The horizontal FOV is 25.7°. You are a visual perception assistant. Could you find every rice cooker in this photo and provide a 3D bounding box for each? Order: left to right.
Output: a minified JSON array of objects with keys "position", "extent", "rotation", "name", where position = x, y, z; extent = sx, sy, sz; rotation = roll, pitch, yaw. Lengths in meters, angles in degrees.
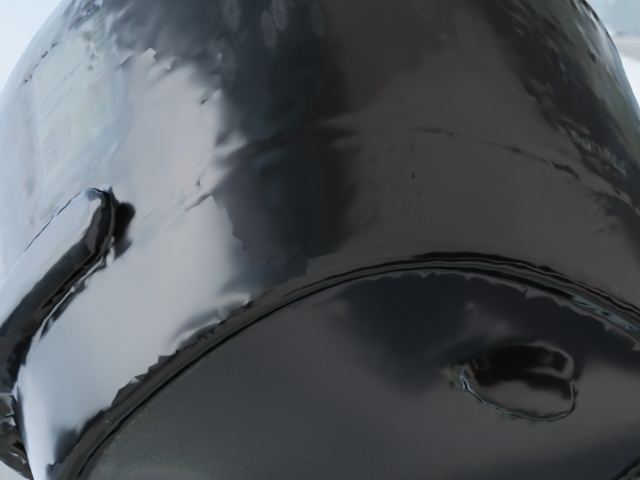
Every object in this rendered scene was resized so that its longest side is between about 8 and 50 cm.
[{"position":[0.000,0.000,0.534],"extent":[0.267,0.267,0.224],"rotation":[33,-148,-43],"name":"rice cooker"}]
